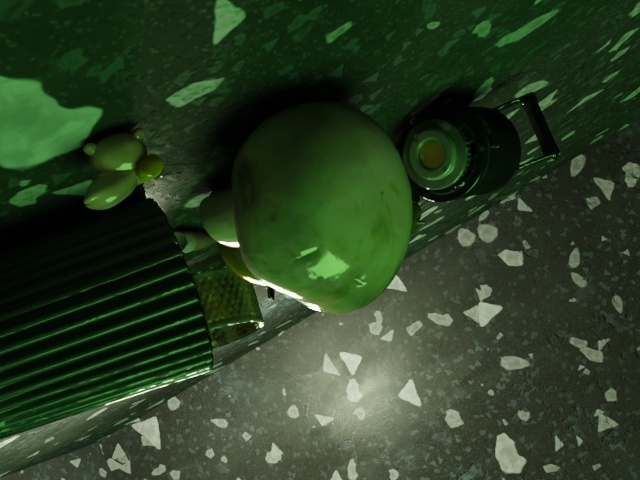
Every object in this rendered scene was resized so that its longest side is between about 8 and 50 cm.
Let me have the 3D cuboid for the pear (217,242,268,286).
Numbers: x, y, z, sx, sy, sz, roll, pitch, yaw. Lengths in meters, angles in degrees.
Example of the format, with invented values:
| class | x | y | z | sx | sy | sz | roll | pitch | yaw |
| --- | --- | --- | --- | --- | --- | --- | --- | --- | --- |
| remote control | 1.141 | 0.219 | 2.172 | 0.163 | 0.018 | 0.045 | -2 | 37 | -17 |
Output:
| class | x | y | z | sx | sy | sz | roll | pitch | yaw |
| --- | --- | --- | --- | --- | --- | --- | --- | --- | --- |
| pear | -0.106 | 0.003 | 1.272 | 0.198 | 0.198 | 0.198 | -28 | 168 | -7 |

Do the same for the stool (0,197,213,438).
| class | x | y | z | sx | sy | sz | roll | pitch | yaw |
| --- | --- | --- | --- | --- | --- | --- | --- | --- | --- |
| stool | -0.369 | 0.121 | 0.939 | 0.330 | 0.297 | 0.297 | -20 | 165 | -22 |

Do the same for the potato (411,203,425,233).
| class | x | y | z | sx | sy | sz | roll | pitch | yaw |
| --- | --- | --- | --- | --- | --- | --- | --- | --- | --- |
| potato | 0.140 | -0.060 | 1.575 | 0.252 | 0.159 | 0.174 | 5 | -164 | 20 |

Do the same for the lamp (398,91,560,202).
| class | x | y | z | sx | sy | sz | roll | pitch | yaw |
| --- | --- | --- | --- | --- | --- | --- | --- | --- | --- |
| lamp | 0.313 | -0.196 | 1.361 | 0.374 | 0.204 | 0.272 | -22 | 175 | 19 |

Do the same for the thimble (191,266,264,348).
| class | x | y | z | sx | sy | sz | roll | pitch | yaw |
| --- | --- | --- | --- | --- | --- | --- | --- | --- | --- |
| thimble | -0.283 | 0.181 | 1.568 | 0.271 | 0.149 | 0.271 | -18 | 165 | -5 |

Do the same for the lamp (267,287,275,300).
| class | x | y | z | sx | sy | sz | roll | pitch | yaw |
| --- | --- | --- | --- | --- | --- | --- | --- | --- | --- |
| lamp | -0.052 | 0.052 | 1.670 | 0.284 | 0.147 | 0.209 | -22 | 173 | -14 |

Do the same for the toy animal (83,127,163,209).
| class | x | y | z | sx | sy | sz | roll | pitch | yaw |
| --- | --- | --- | --- | --- | --- | --- | --- | --- | --- |
| toy animal | -0.266 | -0.095 | 0.794 | 0.114 | 0.082 | 0.091 | -40 | -156 | -17 |

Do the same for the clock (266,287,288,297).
| class | x | y | z | sx | sy | sz | roll | pitch | yaw |
| --- | --- | --- | --- | --- | --- | --- | --- | --- | --- |
| clock | -0.046 | 0.110 | 2.051 | 0.274 | 0.094 | 0.223 | -20 | 164 | -40 |

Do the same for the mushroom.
| class | x | y | z | sx | sy | sz | roll | pitch | yaw |
| --- | --- | --- | --- | --- | --- | --- | --- | --- | --- |
| mushroom | -0.011 | -0.031 | 1.017 | 0.353 | 0.325 | 0.353 | -34 | 174 | -4 |

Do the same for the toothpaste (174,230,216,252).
| class | x | y | z | sx | sy | sz | roll | pitch | yaw |
| --- | --- | --- | --- | --- | --- | --- | --- | --- | --- |
| toothpaste | -0.250 | 0.001 | 1.286 | 0.067 | 0.042 | 0.194 | -34 | 173 | 10 |
